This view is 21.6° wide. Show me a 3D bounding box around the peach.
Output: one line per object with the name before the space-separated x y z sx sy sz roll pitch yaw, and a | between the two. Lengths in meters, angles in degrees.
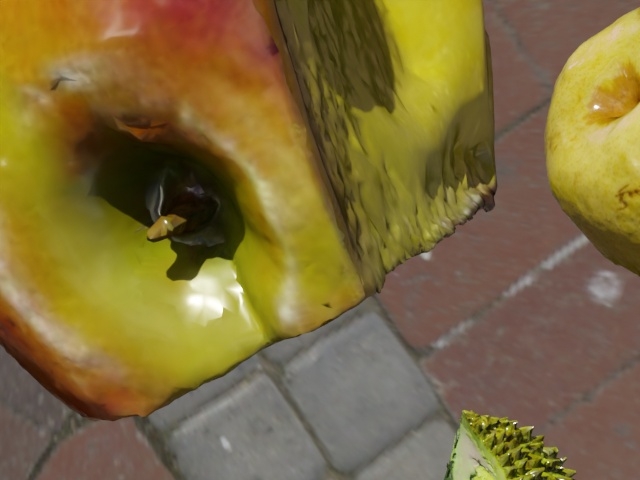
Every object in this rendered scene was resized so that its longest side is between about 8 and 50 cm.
peach | -0.058 -0.099 0.817 0.242 0.380 0.306 -18 101 25

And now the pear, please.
pear | 0.329 -0.074 1.466 0.271 0.271 0.271 -1 95 -9

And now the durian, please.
durian | 0.198 0.367 1.857 0.169 0.158 0.352 16 100 30
